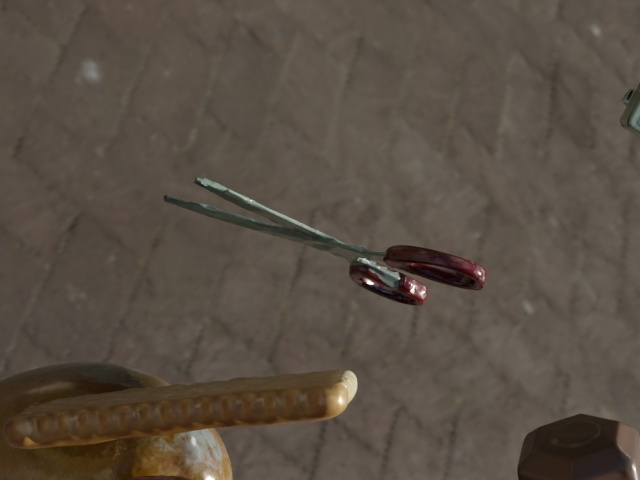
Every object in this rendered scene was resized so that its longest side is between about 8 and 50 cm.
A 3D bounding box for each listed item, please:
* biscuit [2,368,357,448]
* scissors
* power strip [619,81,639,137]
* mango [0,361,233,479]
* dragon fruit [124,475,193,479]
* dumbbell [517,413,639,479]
[{"bbox_3d":[-0.099,0.126,1.224,0.160,0.250,0.030,1,83,-86],"label":"biscuit"},{"bbox_3d":[0.000,0.000,1.307,0.248,0.144,0.017,21,72,-20],"label":"scissors"},{"bbox_3d":[0.239,-0.074,1.088,0.090,0.016,0.040,29,87,-20],"label":"power strip"},{"bbox_3d":[-0.241,0.220,1.626,0.221,0.384,0.198,-14,100,-39],"label":"mango"},{"bbox_3d":[-0.105,0.328,1.241,0.277,0.277,0.342,19,51,-40],"label":"dragon fruit"},{"bbox_3d":[0.195,0.233,1.146,0.092,0.082,0.230,-64,145,-62],"label":"dumbbell"}]
